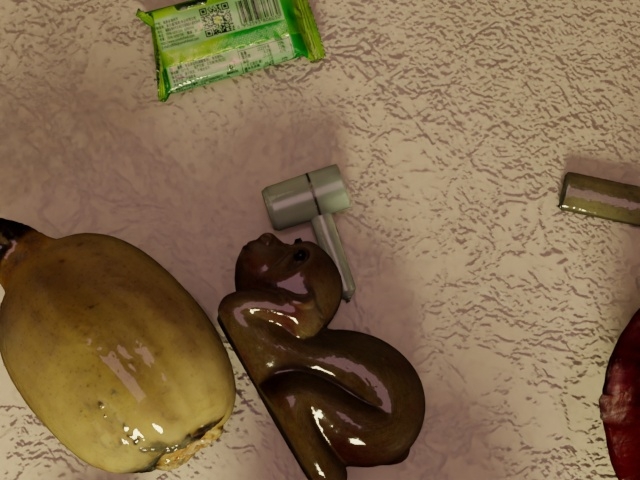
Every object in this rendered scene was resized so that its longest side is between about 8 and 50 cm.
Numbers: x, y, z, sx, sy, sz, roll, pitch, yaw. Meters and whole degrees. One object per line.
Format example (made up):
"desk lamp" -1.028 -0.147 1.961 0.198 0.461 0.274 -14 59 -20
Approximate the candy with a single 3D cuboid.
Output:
"candy" -0.093 -0.211 1.280 0.178 0.032 0.102 -17 87 -4

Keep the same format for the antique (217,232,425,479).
"antique" -0.001 0.112 1.199 0.143 0.121 0.257 -32 86 -7

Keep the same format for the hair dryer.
"hair dryer" 0.000 0.000 1.253 0.082 0.047 0.137 -19 91 -3

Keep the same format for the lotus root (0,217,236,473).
"lotus root" -0.216 0.084 1.180 0.183 0.183 0.310 -43 80 -6

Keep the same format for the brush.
"brush" 0.367 -0.028 1.264 0.247 0.036 0.043 12 79 0

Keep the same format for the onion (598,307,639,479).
"onion" 0.418 0.164 1.142 0.313 0.232 0.314 0 81 -2
